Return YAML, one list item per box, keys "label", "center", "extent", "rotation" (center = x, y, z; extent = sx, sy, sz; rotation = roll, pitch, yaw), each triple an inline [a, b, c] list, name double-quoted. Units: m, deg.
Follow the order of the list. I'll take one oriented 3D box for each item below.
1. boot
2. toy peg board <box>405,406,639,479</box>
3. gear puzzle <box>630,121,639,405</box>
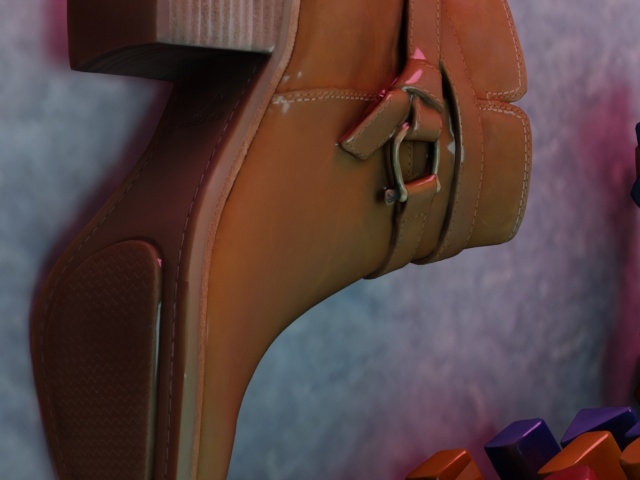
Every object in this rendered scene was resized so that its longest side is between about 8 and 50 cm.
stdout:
- label: "boot"
  center: [0.000, 0.000, 0.429]
  extent: [0.152, 0.073, 0.197]
  rotation: [2, 94, -42]
- label: "toy peg board"
  center: [0.064, 0.090, 0.436]
  extent: [0.160, 0.161, 0.079]
  rotation: [-34, 98, -31]
- label: "gear puzzle"
  center: [0.159, 0.108, 0.497]
  extent: [0.044, 0.175, 0.339]
  rotation: [-8, 98, -26]
